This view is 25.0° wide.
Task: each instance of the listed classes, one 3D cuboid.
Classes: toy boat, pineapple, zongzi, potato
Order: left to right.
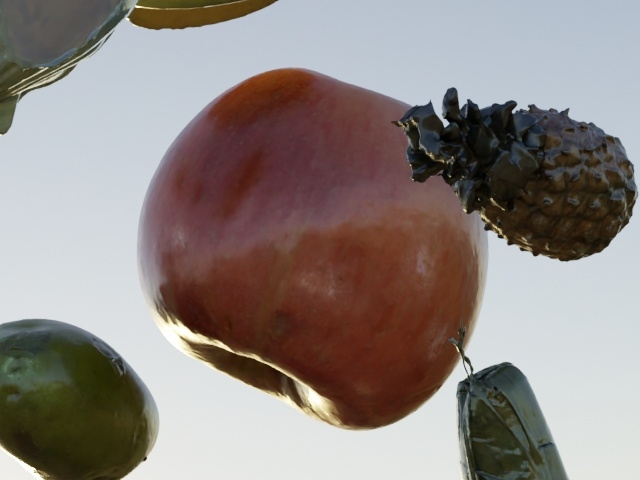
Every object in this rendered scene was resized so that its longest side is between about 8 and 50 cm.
[{"bbox_3d":[-0.228,-0.231,1.212,0.199,0.290,0.100,32,-10,-32],"label":"toy boat"},{"bbox_3d":[-0.259,0.162,1.468,0.148,0.186,0.253,-36,-17,-4],"label":"potato"},{"bbox_3d":[0.124,-0.050,0.956,0.198,0.108,0.108,18,-36,-42],"label":"pineapple"},{"bbox_3d":[0.126,0.123,0.835,0.062,0.154,0.130,-12,16,-22],"label":"zongzi"}]

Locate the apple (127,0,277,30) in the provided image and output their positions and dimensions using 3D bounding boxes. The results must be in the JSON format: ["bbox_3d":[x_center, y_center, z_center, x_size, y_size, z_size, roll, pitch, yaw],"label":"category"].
[{"bbox_3d":[-0.120,-0.354,1.525,0.258,0.233,0.295,-11,5,6],"label":"apple"}]

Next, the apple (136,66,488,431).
[{"bbox_3d":[0.000,0.000,1.484,0.364,0.363,0.364,-14,-19,-5],"label":"apple"}]
